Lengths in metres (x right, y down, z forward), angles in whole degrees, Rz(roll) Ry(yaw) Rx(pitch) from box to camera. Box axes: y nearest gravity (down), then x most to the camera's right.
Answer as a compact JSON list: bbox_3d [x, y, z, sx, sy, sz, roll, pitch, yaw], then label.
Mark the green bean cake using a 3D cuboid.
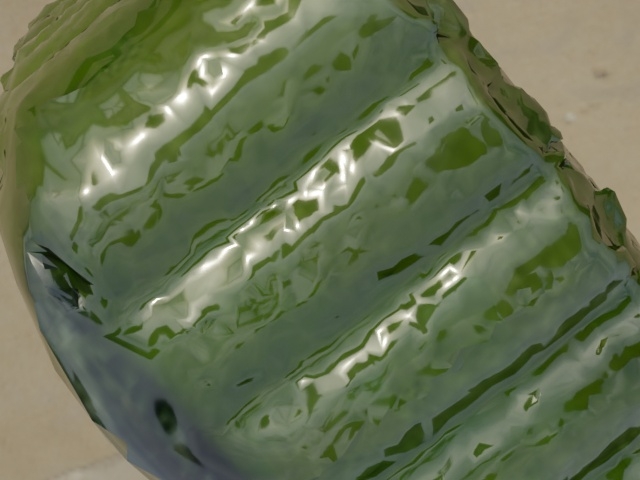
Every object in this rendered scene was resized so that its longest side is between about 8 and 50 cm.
[{"bbox_3d":[0.000,0.000,0.557,0.218,0.335,0.319,-38,106,4],"label":"green bean cake"}]
